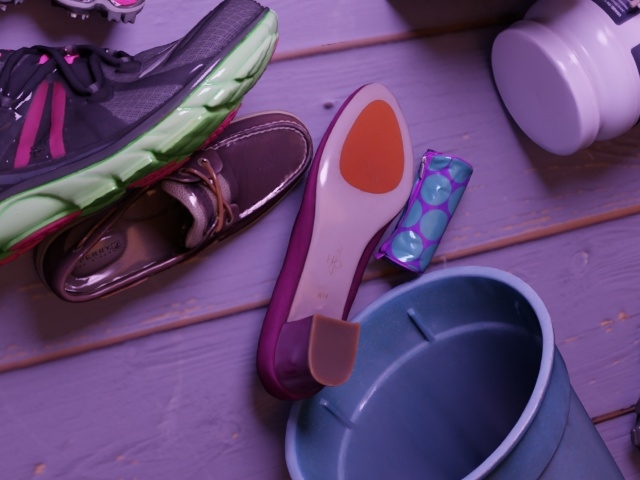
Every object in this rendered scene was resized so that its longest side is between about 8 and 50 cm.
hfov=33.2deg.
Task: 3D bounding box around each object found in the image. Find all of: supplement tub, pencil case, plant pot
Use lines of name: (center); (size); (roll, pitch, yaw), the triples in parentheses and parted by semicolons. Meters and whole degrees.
supplement tub: (0.364, -0.240, 1.295); (0.272, 0.191, 0.191); (-31, 110, -14)
pencil case: (0.126, -0.035, 1.307); (0.070, 0.064, 0.152); (23, 92, -27)
plant pot: (0.190, 0.268, 1.268); (0.341, 0.341, 0.334); (-45, 121, -9)

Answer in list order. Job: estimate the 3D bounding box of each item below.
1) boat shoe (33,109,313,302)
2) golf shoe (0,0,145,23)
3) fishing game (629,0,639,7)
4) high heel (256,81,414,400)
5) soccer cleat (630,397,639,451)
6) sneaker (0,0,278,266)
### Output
boat shoe: (-0.143, -0.032, 1.163); (0.342, 0.123, 0.123); (-28, 110, -15)
golf shoe: (-0.301, -0.286, 1.052); (0.272, 0.105, 0.120); (-3, 113, -32)
fishing game: (0.352, -0.379, 1.262); (0.189, 0.264, 0.041); (-30, 150, -12)
high heel: (0.000, 0.000, 1.269); (0.127, 0.181, 0.377); (24, 70, -20)
soccer cleat: (0.522, 0.156, 1.497); (0.143, 0.116, 0.331); (4, 102, -39)
sneaker: (-0.259, -0.121, 1.043); (0.482, 0.185, 0.202); (-29, 93, -4)
